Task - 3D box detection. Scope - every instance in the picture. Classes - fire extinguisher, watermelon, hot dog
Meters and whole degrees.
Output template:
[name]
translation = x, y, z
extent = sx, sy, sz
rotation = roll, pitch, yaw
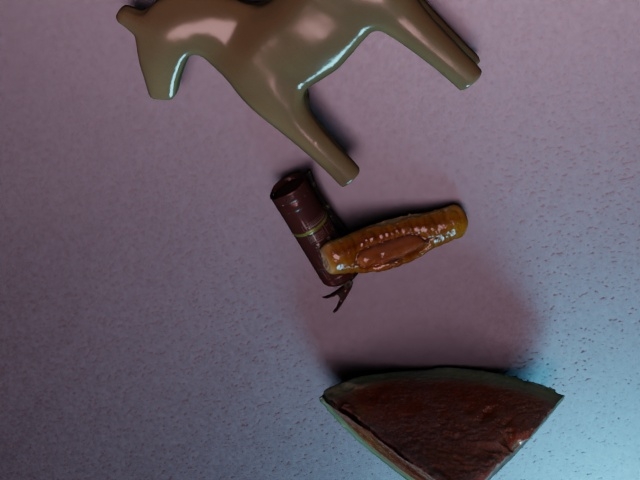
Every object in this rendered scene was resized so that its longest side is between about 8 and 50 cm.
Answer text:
[fire extinguisher]
translation = 0.000, 0.000, 1.183
extent = 0.056, 0.039, 0.132
rotation = -42, 120, -19
[watermelon]
translation = 0.108, 0.166, 1.203
extent = 0.207, 0.202, 0.136
rotation = 24, 76, -9
[hot dog]
translation = 0.068, 0.003, 1.167
extent = 0.137, 0.028, 0.044
rotation = -15, 119, -12

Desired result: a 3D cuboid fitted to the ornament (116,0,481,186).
[ornament]
translation = -0.028, -0.160, 1.098
extent = 0.230, 0.061, 0.245
rotation = -40, 108, 23
